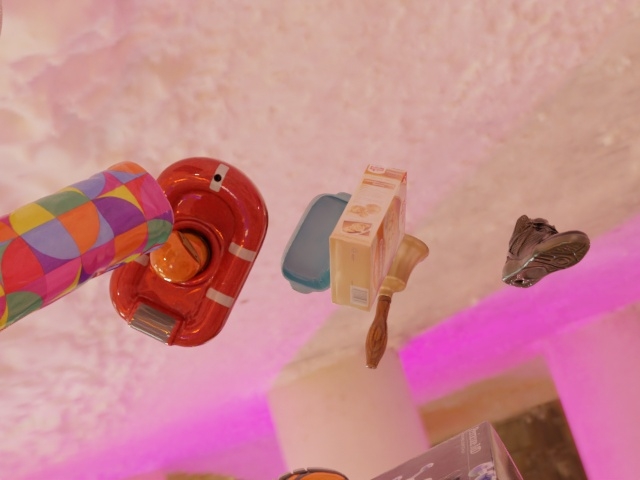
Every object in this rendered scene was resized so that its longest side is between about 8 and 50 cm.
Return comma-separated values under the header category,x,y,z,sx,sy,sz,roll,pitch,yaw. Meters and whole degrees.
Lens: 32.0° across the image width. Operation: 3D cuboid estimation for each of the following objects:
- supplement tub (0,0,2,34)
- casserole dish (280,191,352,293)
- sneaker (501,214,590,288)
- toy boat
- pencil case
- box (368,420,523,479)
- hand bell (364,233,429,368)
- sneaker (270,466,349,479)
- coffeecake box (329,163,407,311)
category,x,y,z,sx,sy,sz,roll,pitch,yaw
supplement tub,-0.446,-0.260,1.084,0.228,0.316,0.228,-11,121,-20
casserole dish,0.000,0.000,1.887,0.114,0.188,0.037,22,-171,-30
sneaker,0.412,-0.003,2.049,0.087,0.130,0.227,15,158,-16
toy boat,-0.157,0.014,1.302,0.151,0.231,0.151,25,-176,2
pencil case,-0.249,0.007,1.034,0.236,0.104,0.104,-30,176,-40
box,0.133,0.481,1.666,0.395,0.212,0.293,-29,-178,8
hand bell,0.115,0.117,2.011,0.126,0.242,0.126,11,156,5
sneaker,-0.082,0.477,1.852,0.321,0.124,0.180,-16,-174,-12
coffeecake box,0.076,-0.006,1.749,0.068,0.185,0.142,13,135,16
